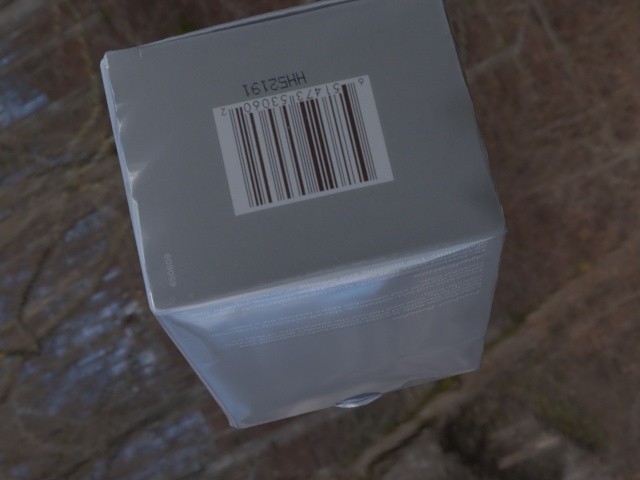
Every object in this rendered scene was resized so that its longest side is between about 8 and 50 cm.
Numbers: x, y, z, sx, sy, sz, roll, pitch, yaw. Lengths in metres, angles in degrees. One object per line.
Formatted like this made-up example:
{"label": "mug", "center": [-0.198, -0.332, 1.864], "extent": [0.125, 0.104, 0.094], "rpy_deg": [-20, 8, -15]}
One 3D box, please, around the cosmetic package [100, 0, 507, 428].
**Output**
{"label": "cosmetic package", "center": [0.000, 0.000, 0.606], "extent": [0.238, 0.127, 0.107], "rpy_deg": [85, 171, -76]}
